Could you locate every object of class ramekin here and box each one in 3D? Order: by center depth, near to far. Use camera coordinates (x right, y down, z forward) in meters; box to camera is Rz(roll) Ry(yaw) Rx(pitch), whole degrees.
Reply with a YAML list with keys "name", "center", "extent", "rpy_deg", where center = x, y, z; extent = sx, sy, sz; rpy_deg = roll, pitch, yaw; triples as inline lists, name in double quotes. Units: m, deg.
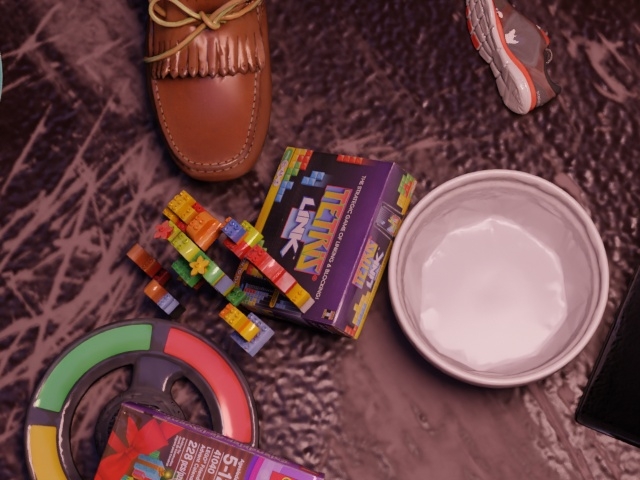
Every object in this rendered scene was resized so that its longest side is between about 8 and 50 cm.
- name: "ramekin"
  center: [0.167, 0.045, 1.405]
  extent: [0.207, 0.109, 0.207]
  rpy_deg: [0, 76, 2]

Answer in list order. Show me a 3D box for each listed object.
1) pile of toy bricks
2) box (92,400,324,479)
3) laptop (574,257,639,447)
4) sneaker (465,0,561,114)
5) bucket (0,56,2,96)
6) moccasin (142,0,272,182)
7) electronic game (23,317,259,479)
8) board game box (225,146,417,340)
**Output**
- name: "pile of toy bricks"
  center: [-0.116, 0.017, 1.379]
  extent: [0.118, 0.105, 0.212]
  rpy_deg: [-47, 49, -5]
- name: "box"
  center: [-0.138, 0.319, 1.343]
  extent: [0.201, 0.057, 0.293]
  rpy_deg: [20, 87, 2]
- name: "laptop"
  center: [0.508, 0.033, 1.445]
  extent: [0.382, 0.236, 0.408]
  rpy_deg: [22, 49, 6]
- name: "sneaker"
  center: [0.200, -0.207, 1.499]
  extent: [0.065, 0.061, 0.158]
  rpy_deg: [-18, 84, -18]
- name: "bucket"
  center: [-0.457, -0.182, 1.440]
  extent: [0.281, 0.183, 0.281]
  rpy_deg: [0, 77, 2]
- name: "moccasin"
  center: [-0.110, -0.246, 1.463]
  extent: [0.139, 0.147, 0.380]
  rpy_deg: [3, 76, 2]
- name: "electronic game"
  center: [-0.173, 0.188, 1.410]
  extent: [0.229, 0.048, 0.229]
  rpy_deg: [0, 76, 2]
- name: "board game box"
  center: [0.000, 0.000, 1.417]
  extent: [0.141, 0.048, 0.170]
  rpy_deg: [10, 73, 40]
